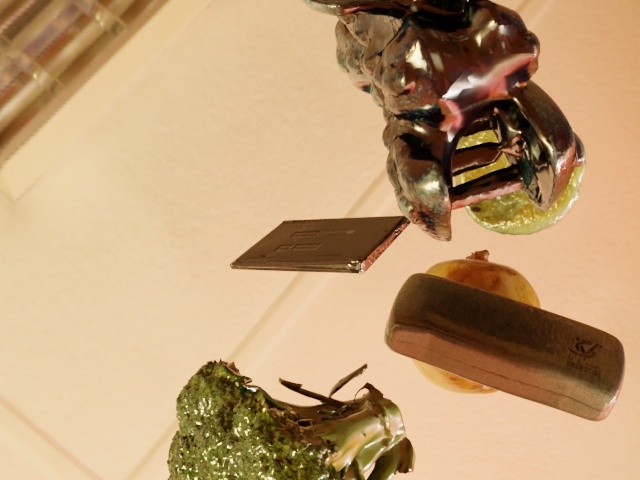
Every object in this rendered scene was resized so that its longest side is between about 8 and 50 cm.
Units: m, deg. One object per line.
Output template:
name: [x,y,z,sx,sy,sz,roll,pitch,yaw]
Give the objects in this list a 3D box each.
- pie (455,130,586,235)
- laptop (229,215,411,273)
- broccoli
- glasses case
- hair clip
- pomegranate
pie: [0.276,-0.099,1.244,0.187,0.041,0.187,1,-88,18]
laptop: [0.000,0.000,1.084,0.135,0.197,0.016,-43,-56,-47]
broccoli: [-0.037,0.258,1.006,0.283,0.304,0.321,-25,-133,-26]
glasses case: [0.253,0.142,1.232,0.323,0.074,0.131,18,-140,11]
hair clip: [0.093,-0.157,0.756,0.194,0.206,0.310,-18,-139,-2]
pomegranate: [0.246,0.130,1.429,0.248,0.248,0.248,3,-108,-9]
